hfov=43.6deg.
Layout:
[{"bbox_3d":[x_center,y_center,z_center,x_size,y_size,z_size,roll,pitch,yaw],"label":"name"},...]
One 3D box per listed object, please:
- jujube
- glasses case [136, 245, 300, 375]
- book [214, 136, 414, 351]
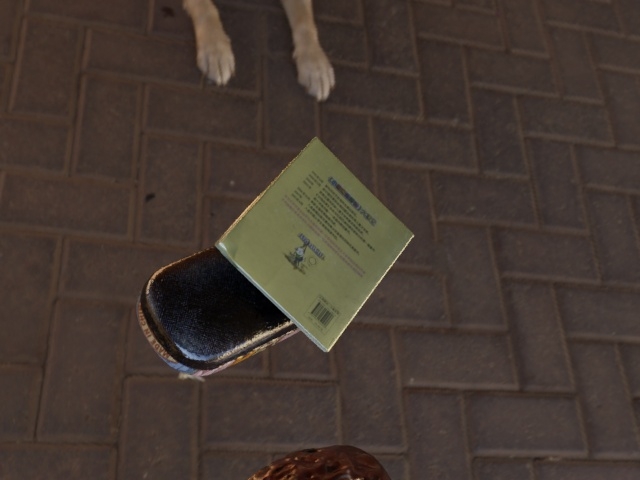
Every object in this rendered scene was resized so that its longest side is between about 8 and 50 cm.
[{"bbox_3d":[-0.002,0.530,1.566,0.377,0.258,0.258,14,50,-51],"label":"jujube"},{"bbox_3d":[-0.065,0.054,0.917,0.321,0.082,0.122,-21,69,-47],"label":"glasses case"},{"bbox_3d":[0.000,0.000,0.891,0.168,0.013,0.192,45,59,-7],"label":"book"}]
